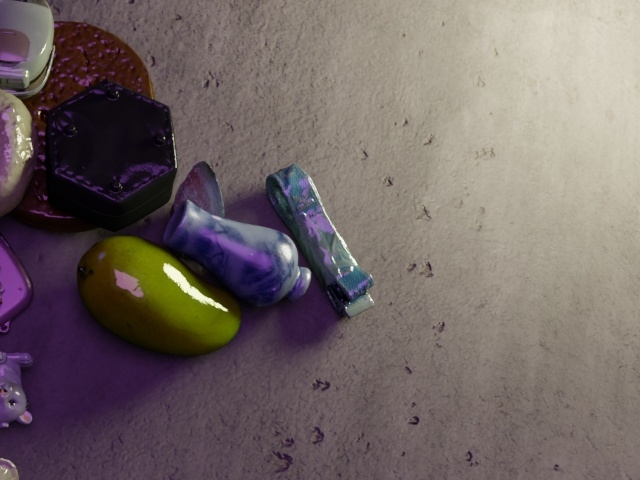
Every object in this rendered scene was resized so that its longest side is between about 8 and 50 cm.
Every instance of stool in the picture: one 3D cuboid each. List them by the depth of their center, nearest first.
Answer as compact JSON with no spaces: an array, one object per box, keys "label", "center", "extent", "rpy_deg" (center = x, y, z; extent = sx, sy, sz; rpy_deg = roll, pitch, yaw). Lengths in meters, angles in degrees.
[{"label":"stool","center":[-0.347,-0.139,1.842],"extent":[0.232,0.141,0.232],"rpy_deg":[5,68,-11]}]

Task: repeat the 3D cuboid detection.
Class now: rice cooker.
[{"label":"rice cooker","center":[-0.523,-0.329,1.888],"extent":[0.145,0.127,0.206],"rpy_deg":[6,70,-10]}]

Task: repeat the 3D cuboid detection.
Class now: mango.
[{"label":"mango","center":[-0.270,0.099,1.867],"extent":[0.293,0.143,0.175],"rpy_deg":[27,56,-18]}]

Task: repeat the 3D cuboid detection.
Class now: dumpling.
[{"label":"dumpling","center":[-0.498,0.379,1.726],"extent":[0.057,0.052,0.076],"rpy_deg":[6,69,-10]}]

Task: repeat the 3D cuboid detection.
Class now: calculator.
[{"label":"calculator","center":[-0.607,0.037,1.831],"extent":[0.194,0.043,0.294],"rpy_deg":[-39,86,-27]}]

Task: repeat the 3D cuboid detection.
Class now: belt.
[{"label":"belt","center":[0.000,0.000,2.016],"extent":[0.072,0.087,0.302],"rpy_deg":[-26,79,-28]}]

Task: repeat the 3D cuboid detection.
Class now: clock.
[{"label":"clock","center":[-0.543,0.237,1.752],"extent":[0.176,0.080,0.117],"rpy_deg":[3,69,-19]}]

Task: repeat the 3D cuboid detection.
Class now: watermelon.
[{"label":"watermelon","center":[-0.219,-0.057,1.967],"extent":[0.094,0.081,0.180],"rpy_deg":[2,105,-37]}]

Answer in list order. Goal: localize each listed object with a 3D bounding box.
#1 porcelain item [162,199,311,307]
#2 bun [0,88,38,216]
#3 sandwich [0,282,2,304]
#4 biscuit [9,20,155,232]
[{"label":"porcelain item","center":[-0.140,0.026,1.922],"extent":[0.259,0.141,0.141],"rpy_deg":[28,63,-17]},{"label":"bun","center":[-0.564,-0.146,1.794],"extent":[0.244,0.153,0.244],"rpy_deg":[0,94,5]},{"label":"sandwich","center":[-0.627,0.043,1.754],"extent":[0.258,0.096,0.094],"rpy_deg":[6,66,-21]},{"label":"biscuit","center":[-0.464,-0.206,1.959],"extent":[0.350,0.070,0.394],"rpy_deg":[14,66,-8]}]
